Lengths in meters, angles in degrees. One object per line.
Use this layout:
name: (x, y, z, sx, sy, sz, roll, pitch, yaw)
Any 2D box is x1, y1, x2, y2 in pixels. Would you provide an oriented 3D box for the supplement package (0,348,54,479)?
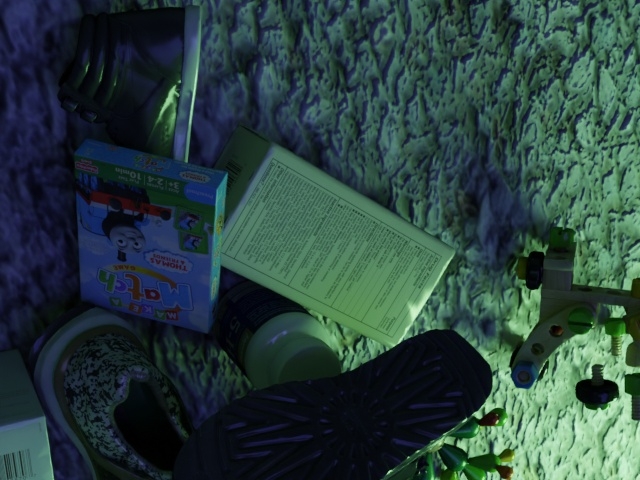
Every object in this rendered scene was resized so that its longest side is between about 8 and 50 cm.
supplement package: (-0.365, 0.209, 1.064, 0.105, 0.179, 0.105, -11, 113, -23)

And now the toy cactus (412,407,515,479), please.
toy cactus: (0.188, 0.322, 1.442, 0.219, 0.112, 0.180, -44, 112, 4)

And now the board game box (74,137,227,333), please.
board game box: (-0.190, 0.000, 1.072, 0.160, 0.039, 0.211, 13, 130, 6)

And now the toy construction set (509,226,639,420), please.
toy construction set: (0.425, 0.091, 1.420, 0.309, 0.258, 0.237, -12, 102, -45)

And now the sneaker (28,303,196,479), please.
sneaker: (-0.186, 0.269, 1.124, 0.158, 0.182, 0.410, -40, 123, -22)

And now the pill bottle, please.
pill bottle: (-0.052, 0.130, 1.189, 0.112, 0.187, 0.112, -9, 111, -24)

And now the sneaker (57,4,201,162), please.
sneaker: (-0.218, -0.124, 1.075, 0.147, 0.104, 0.295, 5, 118, -10)

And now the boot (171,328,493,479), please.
boot: (-0.016, 0.298, 1.162, 0.367, 0.146, 0.445, -17, 156, -22)

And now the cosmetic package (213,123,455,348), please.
cosmetic package: (0.000, 0.000, 1.212, 0.309, 0.113, 0.160, 30, 93, -32)
